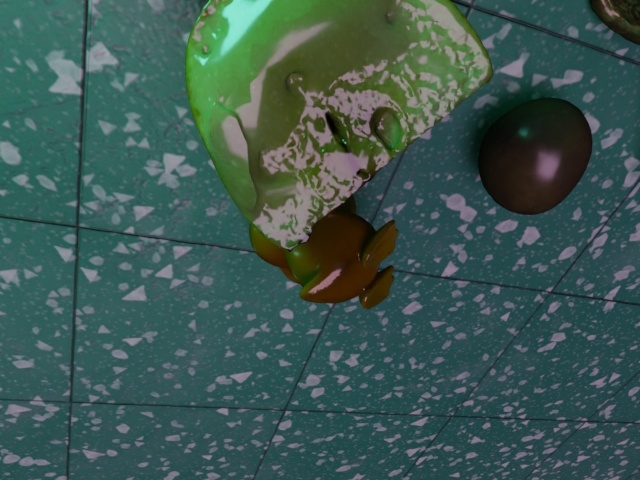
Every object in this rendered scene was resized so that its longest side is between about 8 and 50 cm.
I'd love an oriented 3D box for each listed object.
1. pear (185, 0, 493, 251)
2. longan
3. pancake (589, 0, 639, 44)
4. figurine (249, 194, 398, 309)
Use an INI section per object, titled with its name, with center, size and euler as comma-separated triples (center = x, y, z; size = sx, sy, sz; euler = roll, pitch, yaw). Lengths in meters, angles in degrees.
[pear]
center = -0.021, -0.215, 0.622
size = 0.342, 0.238, 0.318
euler = -39, 112, 8
[longan]
center = 0.340, -0.135, 0.803
size = 0.189, 0.189, 0.189
euler = -6, 130, -7
[pancake]
center = 0.438, -0.336, 0.660
size = 0.020, 0.184, 0.190
euler = -47, 108, -13
[figurine]
center = 0.001, 0.006, 0.815
size = 0.215, 0.228, 0.215
euler = -16, 132, -19
